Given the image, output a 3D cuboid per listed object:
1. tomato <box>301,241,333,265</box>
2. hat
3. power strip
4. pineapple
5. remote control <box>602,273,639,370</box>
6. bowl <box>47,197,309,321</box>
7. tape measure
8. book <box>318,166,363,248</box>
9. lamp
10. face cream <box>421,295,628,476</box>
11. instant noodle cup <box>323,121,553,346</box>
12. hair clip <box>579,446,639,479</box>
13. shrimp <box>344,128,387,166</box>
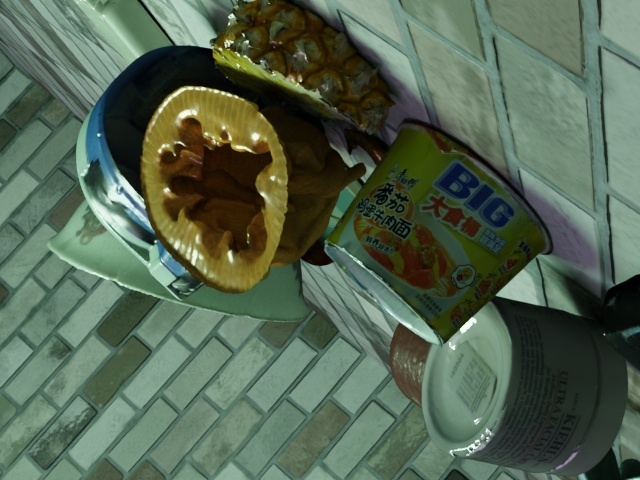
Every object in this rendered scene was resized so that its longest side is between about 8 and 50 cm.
[{"bbox_3d":[0.000,0.000,2.094,0.087,0.087,0.075,37,-153,33],"label":"tomato"},{"bbox_3d":[-0.030,-0.073,1.363,0.244,0.233,0.233,-51,61,41],"label":"hat"},{"bbox_3d":[-0.253,-0.278,1.859,0.098,0.058,0.338,35,170,36],"label":"power strip"},{"bbox_3d":[-0.037,-0.187,1.231,0.233,0.079,0.135,27,173,42],"label":"pineapple"},{"bbox_3d":[0.314,0.075,0.981,0.144,0.062,0.399,40,172,5],"label":"remote control"},{"bbox_3d":[-0.199,-0.030,1.995,0.434,0.196,0.435,16,-173,-2],"label":"bowl"},{"bbox_3d":[-0.159,-0.096,1.514,0.262,0.259,0.138,40,146,-1],"label":"tape measure"},{"bbox_3d":[-0.042,-0.104,1.749,0.379,0.031,0.264,46,163,-25],"label":"book"},{"bbox_3d":[0.203,0.167,1.677,0.180,0.180,0.258,47,170,-36],"label":"lamp"},{"bbox_3d":[0.212,0.154,1.333,0.152,0.177,0.177,13,-175,-24],"label":"face cream"},{"bbox_3d":[0.106,-0.001,1.263,0.205,0.153,0.205,42,173,6],"label":"instant noodle cup"},{"bbox_3d":[0.421,0.395,1.513,0.238,0.392,0.318,-3,139,43],"label":"hair clip"},{"bbox_3d":[0.070,-0.084,1.451,0.091,0.025,0.127,32,164,52],"label":"shrimp"}]
